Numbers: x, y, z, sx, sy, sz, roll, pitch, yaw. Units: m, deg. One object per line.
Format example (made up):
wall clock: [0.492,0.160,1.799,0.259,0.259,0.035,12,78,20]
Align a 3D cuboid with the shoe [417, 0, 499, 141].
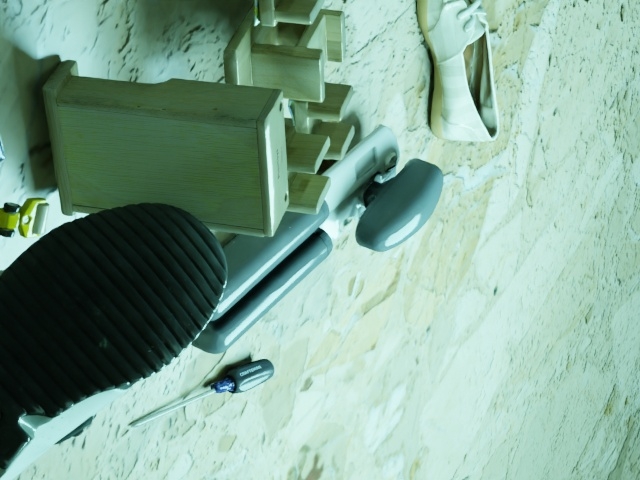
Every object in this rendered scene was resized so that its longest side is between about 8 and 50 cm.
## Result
shoe: [0.136,-0.183,1.626,0.076,0.058,0.219,-43,142,-35]

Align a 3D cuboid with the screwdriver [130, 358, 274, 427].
screwdriver: [-0.102,0.130,1.502,0.170,0.024,0.025,-13,91,-46]

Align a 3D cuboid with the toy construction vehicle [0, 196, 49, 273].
toy construction vehicle: [-0.236,0.001,1.194,0.098,0.035,0.086,-9,116,-46]

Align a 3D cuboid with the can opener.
can opener: [0.000,0.000,1.496,0.283,0.095,0.076,-43,141,-36]

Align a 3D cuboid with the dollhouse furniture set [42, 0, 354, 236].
dollhouse furniture set: [-0.081,-0.120,1.298,0.242,0.161,0.212,-65,158,-51]

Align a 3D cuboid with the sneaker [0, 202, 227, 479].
sneaker: [-0.211,0.093,1.194,0.330,0.122,0.146,-38,-178,-20]

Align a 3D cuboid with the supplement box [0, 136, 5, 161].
supplement box: [-0.253,-0.071,1.093,0.083,0.056,0.083,-42,141,-36]
